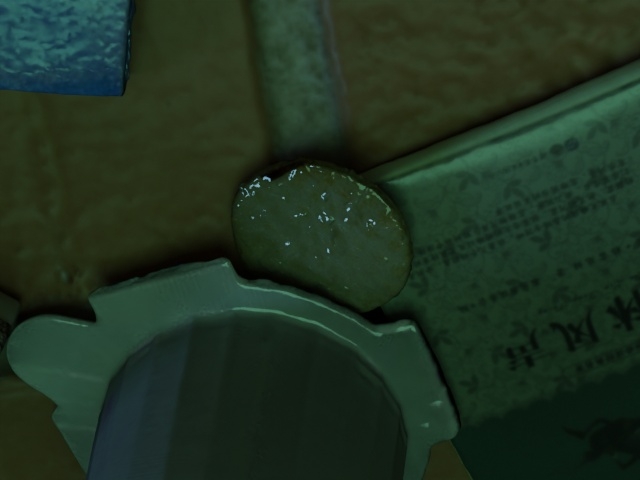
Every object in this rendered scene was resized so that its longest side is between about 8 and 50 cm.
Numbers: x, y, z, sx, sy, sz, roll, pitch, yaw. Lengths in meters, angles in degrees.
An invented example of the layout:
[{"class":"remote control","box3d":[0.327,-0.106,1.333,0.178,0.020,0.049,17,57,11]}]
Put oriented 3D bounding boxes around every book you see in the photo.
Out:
[{"class":"book","box3d":[0.198,0.075,0.870,0.264,0.031,0.379,-22,115,14]}]

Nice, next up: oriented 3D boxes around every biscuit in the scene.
[{"class":"biscuit","box3d":[0.000,0.000,0.819,0.120,0.015,0.120,11,128,15]}]

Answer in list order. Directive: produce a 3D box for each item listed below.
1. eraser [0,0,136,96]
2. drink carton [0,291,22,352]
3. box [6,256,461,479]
[{"class":"eraser","box3d":[-0.162,-0.229,0.705,0.144,0.043,0.312,6,117,-5]},{"class":"drink carton","box3d":[-0.359,0.134,0.838,0.194,0.132,0.324,32,111,-15]},{"class":"box","box3d":[-0.069,0.165,0.802,0.291,0.206,0.262,26,121,-13]}]
